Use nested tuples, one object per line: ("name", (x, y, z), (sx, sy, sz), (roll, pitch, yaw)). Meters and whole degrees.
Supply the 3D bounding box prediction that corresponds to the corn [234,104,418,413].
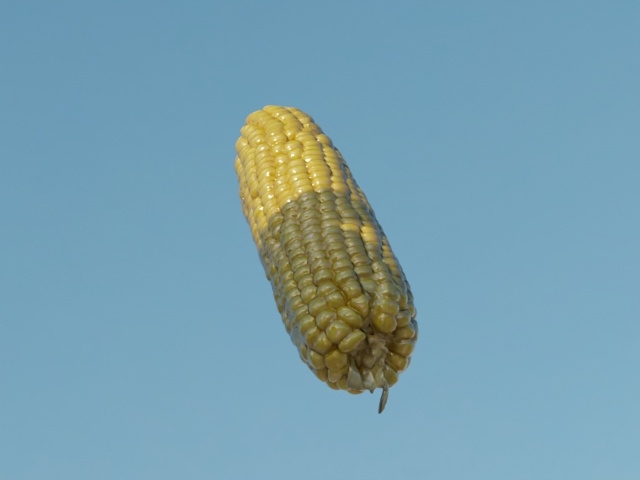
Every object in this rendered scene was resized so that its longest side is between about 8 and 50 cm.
("corn", (0.000, 0.000, 1.401), (0.101, 0.310, 0.101), (-10, -47, -11))
